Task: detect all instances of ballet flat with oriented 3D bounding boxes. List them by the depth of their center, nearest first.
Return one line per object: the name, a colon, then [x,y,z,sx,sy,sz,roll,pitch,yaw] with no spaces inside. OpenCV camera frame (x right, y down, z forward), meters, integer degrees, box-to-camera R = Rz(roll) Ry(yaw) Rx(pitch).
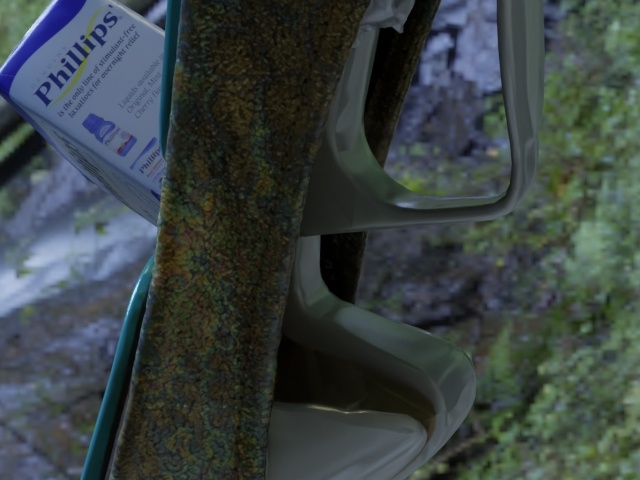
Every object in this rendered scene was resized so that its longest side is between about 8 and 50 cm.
ballet flat: [0.000,0.000,0.455,0.123,0.123,0.348,34,119,54]

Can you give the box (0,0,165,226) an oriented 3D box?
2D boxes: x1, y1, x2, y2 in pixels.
box: [-0.076,-0.049,0.788,0.137,0.126,0.072,34,81,25]
